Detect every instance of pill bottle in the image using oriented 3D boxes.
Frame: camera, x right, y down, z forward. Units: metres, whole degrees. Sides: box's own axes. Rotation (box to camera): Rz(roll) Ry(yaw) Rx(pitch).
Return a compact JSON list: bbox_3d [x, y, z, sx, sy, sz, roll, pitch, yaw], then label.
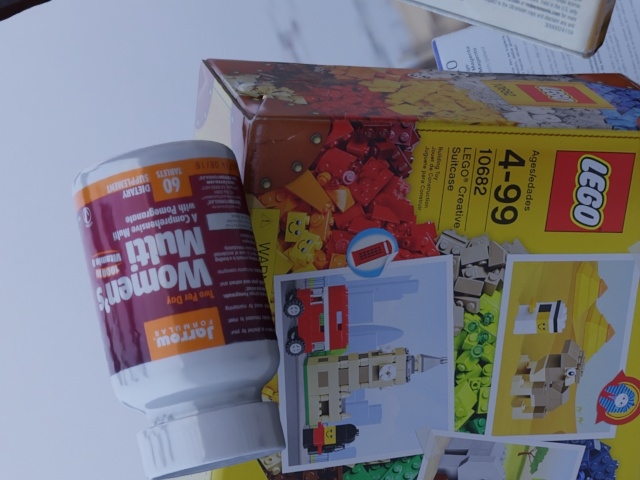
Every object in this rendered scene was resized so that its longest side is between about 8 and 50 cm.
[{"bbox_3d":[-0.096,0.050,1.345,0.121,0.121,0.221,29,-133,-76],"label":"pill bottle"}]

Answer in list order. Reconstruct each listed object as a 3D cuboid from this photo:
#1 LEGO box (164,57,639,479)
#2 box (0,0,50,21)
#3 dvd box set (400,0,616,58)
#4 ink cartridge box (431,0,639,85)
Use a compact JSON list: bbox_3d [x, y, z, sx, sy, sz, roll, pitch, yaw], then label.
[{"bbox_3d":[0.075,0.115,1.592,0.193,0.373,0.500,-125,39,-65],"label":"LEGO box"},{"bbox_3d":[-0.315,-0.349,1.351,0.381,0.143,0.191,60,162,15],"label":"box"},{"bbox_3d":[0.067,-0.345,1.056,0.062,0.308,0.420,-38,-36,-66],"label":"dvd box set"},{"bbox_3d":[0.296,-0.088,1.844,0.071,0.330,0.324,-21,-84,-50],"label":"ink cartridge box"}]
